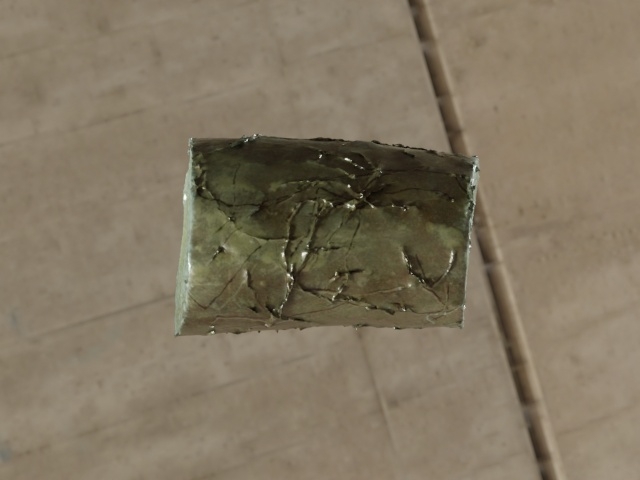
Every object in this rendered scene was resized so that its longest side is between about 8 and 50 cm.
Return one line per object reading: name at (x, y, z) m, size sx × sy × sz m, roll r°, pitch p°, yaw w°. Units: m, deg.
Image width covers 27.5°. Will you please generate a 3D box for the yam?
yam at (0.000, 0.000, 1.407) m, size 0.348 × 0.240 × 0.241 m, roll 0°, pitch -177°, yaw 3°
